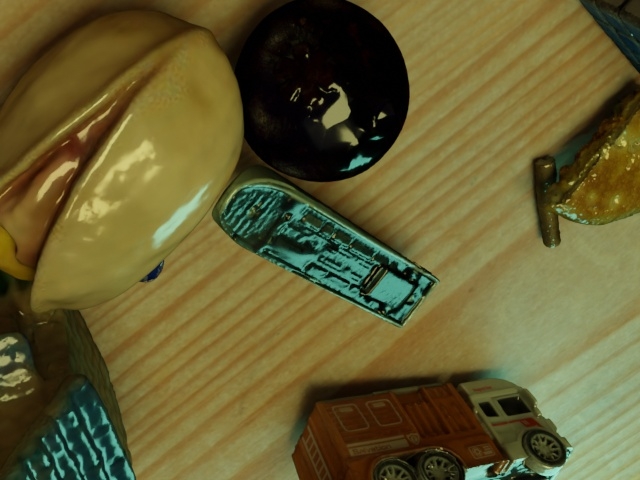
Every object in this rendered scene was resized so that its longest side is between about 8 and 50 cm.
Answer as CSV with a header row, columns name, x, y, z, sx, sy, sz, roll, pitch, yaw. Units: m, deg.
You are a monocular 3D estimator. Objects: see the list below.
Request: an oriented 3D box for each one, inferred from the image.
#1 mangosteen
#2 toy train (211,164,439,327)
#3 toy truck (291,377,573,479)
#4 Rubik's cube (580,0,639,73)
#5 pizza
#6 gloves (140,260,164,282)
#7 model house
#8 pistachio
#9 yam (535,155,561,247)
name,x,y,z,sx,sy,sz,roll,pitch,yaw
mangosteen,0.009,-0.153,0.966,0.194,0.194,0.230,-44,163,9
toy train,0.000,0.000,1.049,0.086,0.088,0.407,-52,142,6
toy truck,0.162,0.316,1.326,0.387,0.207,0.173,-3,134,-29
Rubik's cube,0.487,-0.271,1.038,0.238,0.237,0.237,-47,129,11
pizza,0.414,-0.118,1.221,0.292,0.058,0.197,-22,126,-22
gloves,-0.214,0.011,1.064,0.064,0.026,0.086,-1,123,-20
model house,-0.413,0.291,0.938,0.445,0.400,0.395,-16,130,-12
pistachio,-0.206,-0.081,0.868,0.309,0.230,0.230,-47,128,-1
yam,0.315,-0.052,1.248,0.032,0.032,0.145,-23,128,-8
